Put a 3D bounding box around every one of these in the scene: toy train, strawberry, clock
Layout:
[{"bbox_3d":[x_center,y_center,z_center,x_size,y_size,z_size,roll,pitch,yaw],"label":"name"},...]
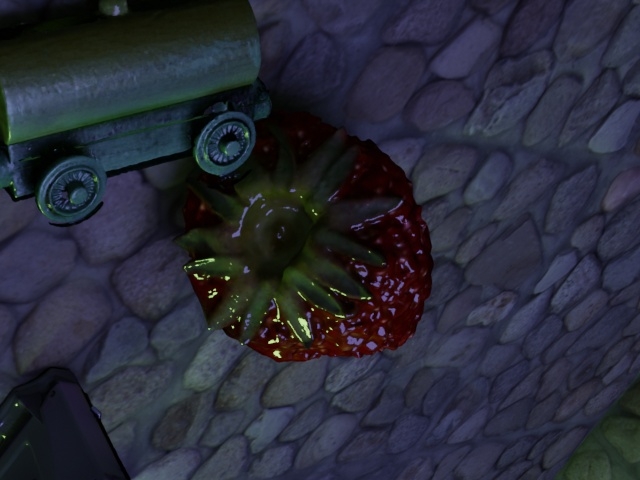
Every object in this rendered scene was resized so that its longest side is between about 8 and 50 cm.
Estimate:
[{"bbox_3d":[-0.173,-0.130,1.012,0.307,0.126,0.189,-18,140,-29],"label":"toy train"},{"bbox_3d":[0.001,-0.002,1.250,0.292,0.292,0.343,-48,169,10],"label":"strawberry"},{"bbox_3d":[-0.336,0.290,1.273,0.083,0.186,0.253,23,111,-48],"label":"clock"}]
